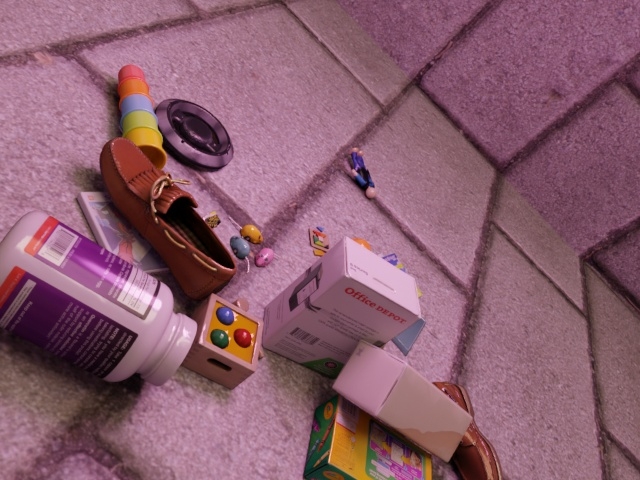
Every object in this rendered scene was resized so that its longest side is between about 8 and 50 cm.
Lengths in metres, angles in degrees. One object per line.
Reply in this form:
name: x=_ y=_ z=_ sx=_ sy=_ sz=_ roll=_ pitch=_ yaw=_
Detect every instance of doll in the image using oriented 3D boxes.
doll: x=0.145 y=-0.226 z=2.048 sx=0.129 sy=0.046 sz=0.189 roll=17 pitch=49 yaw=-53

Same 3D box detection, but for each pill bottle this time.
pill bottle: x=-0.369 y=0.106 z=0.959 sx=0.322 sy=0.181 sz=0.182 roll=35 pitch=34 yaw=-20

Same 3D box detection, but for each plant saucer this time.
plant saucer: x=0.254 y=0.253 z=1.692 sx=0.067 sy=0.018 sz=0.192 roll=49 pitch=31 yaw=2

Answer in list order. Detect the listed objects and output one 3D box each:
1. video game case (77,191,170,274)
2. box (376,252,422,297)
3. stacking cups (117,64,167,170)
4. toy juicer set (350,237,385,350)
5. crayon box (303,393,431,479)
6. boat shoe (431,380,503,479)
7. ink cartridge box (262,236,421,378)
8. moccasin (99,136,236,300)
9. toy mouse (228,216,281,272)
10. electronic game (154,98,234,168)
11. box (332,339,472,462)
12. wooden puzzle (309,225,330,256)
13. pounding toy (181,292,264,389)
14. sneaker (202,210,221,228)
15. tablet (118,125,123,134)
video game case: x=-0.378 y=-0.018 z=1.228 sx=0.183 sy=0.023 sz=0.201 roll=-8 pitch=62 yaw=-53
box: x=0.222 y=0.110 z=1.785 sx=0.109 sy=0.042 sz=0.178 roll=-16 pitch=69 yaw=-55
stacking cups: x=-0.425 y=-0.290 z=1.402 sx=0.096 sy=0.096 sz=0.316 roll=18 pitch=38 yaw=-38
toy juicer set: x=0.126 y=0.142 z=1.480 sx=0.089 sy=0.209 sz=0.329 roll=1 pitch=54 yaw=-39
crayon box: x=0.106 y=0.464 z=1.231 sx=0.278 sy=0.081 sz=0.165 roll=37 pitch=34 yaw=-17
boat shoe: x=0.339 y=0.489 z=1.471 sx=0.104 sy=0.111 sz=0.307 roll=20 pitch=32 yaw=-31
ink cartridge box: x=0.043 y=0.154 z=1.292 sx=0.211 sy=0.289 sz=0.122 roll=31 pitch=36 yaw=-26
moccasin: x=-0.305 y=-0.060 z=1.198 sx=0.380 sy=0.147 sz=0.139 roll=55 pitch=33 yaw=12
toy mouse: x=-0.160 y=0.020 z=1.437 sx=0.161 sy=0.031 sz=0.143 roll=34 pitch=35 yaw=-22
electronic game: x=-0.324 y=-0.278 z=1.546 sx=0.229 sy=0.048 sz=0.229 roll=30 pitch=37 yaw=-26
box: x=0.182 y=0.348 z=1.285 sx=0.148 sy=0.121 sz=0.311 roll=20 pitch=-17 yaw=50
wooden puzzle: x=0.000 y=0.000 z=1.666 sx=0.078 sy=0.014 sz=0.116 roll=20 pitch=41 yaw=-37
pounding toy: x=-0.165 y=0.182 z=1.200 sx=0.181 sy=0.094 sz=0.206 roll=33 pitch=35 yaw=-22
sneaker: x=-0.257 y=-0.042 z=1.388 sx=0.035 sy=0.031 sz=0.083 roll=47 pitch=32 yaw=-2
tablet: x=-0.437 y=-0.254 z=1.427 sx=0.054 sy=0.006 sz=0.083 roll=56 pitch=32 yaw=12
